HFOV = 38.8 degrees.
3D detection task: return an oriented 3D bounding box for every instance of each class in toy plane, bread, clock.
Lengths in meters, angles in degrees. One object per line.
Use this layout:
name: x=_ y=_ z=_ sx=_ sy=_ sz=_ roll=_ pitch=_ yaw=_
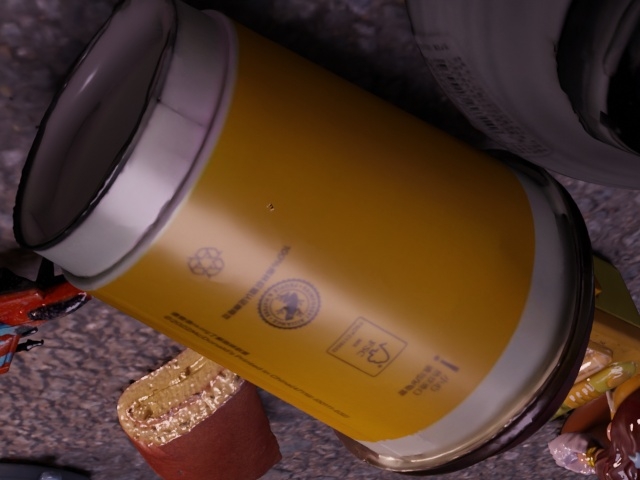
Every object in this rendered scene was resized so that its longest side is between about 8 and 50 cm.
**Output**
toy plane: x=-0.198 y=0.039 z=0.553 sx=0.189 sy=0.061 sz=0.130 roll=-25 pitch=142 yaw=9
bread: x=-0.098 y=0.150 z=0.727 sx=0.119 sy=0.067 sz=0.192 roll=-13 pitch=144 yaw=0
clock: x=0.135 y=0.063 z=0.664 sx=0.202 sy=0.096 sz=0.143 roll=22 pitch=134 yaw=-38

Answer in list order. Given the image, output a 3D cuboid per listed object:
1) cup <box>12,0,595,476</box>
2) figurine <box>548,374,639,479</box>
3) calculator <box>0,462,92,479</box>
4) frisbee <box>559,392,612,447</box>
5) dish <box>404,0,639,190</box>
cup: x=0.000 y=0.000 z=0.471 sx=0.279 sy=0.196 sz=0.196 roll=29 pitch=128 yaw=-32
figurine: x=0.315 y=0.202 z=0.856 sx=0.174 sy=0.116 sz=0.240 roll=-12 pitch=139 yaw=2
calculator: x=-0.296 y=0.259 z=0.836 sx=0.121 sy=0.039 sz=0.210 roll=19 pitch=133 yaw=-39
frisbee: x=0.376 y=0.184 z=0.954 sx=0.250 sy=0.021 sz=0.251 roll=-6 pitch=139 yaw=-5
dish: x=0.167 y=-0.095 z=0.367 sx=0.273 sy=0.134 sz=0.273 roll=2 pitch=139 yaw=2
